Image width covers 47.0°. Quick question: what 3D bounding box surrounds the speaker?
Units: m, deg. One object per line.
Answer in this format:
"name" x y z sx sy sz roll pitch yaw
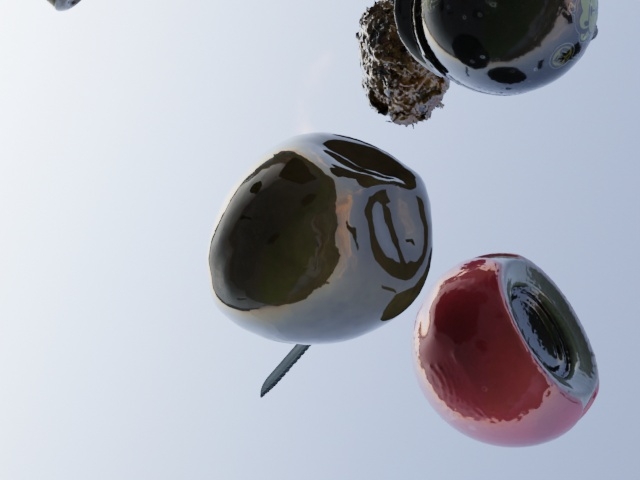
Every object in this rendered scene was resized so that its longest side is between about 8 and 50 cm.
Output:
"speaker" 0.271 0.163 1.099 0.294 0.294 0.294 -17 -115 43

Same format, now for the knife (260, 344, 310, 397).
"knife" -0.014 0.177 1.400 0.313 0.019 0.044 -48 -150 -18

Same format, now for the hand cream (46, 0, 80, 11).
"hand cream" -0.402 -0.405 0.988 0.084 0.203 0.084 -48 -172 9

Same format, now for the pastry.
"pastry" 0.177 -0.363 1.465 0.275 0.193 0.274 173 -90 -84

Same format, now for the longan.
"longan" 0.000 0.000 0.955 0.288 0.350 0.288 3 -85 29

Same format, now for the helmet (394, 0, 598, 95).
"helmet" 0.246 -0.311 0.988 0.160 0.279 0.230 -97 -161 -74
